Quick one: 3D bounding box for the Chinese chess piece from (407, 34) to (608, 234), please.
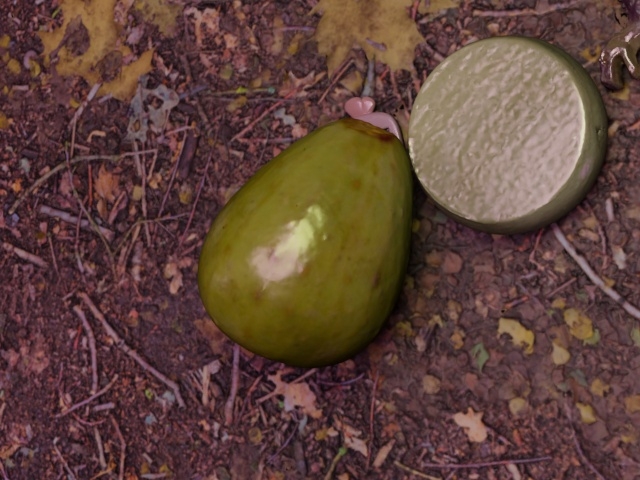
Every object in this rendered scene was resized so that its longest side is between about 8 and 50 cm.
[{"bbox_3d":[0.233,-0.131,1.486,0.250,0.101,0.250,-3,83,25],"label":"Chinese chess piece"}]

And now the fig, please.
[{"bbox_3d":[0.000,0.000,1.501,0.258,0.258,0.326,36,97,24],"label":"fig"}]

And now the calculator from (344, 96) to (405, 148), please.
[{"bbox_3d":[0.067,-0.115,1.609,0.103,0.024,0.165,-13,81,25],"label":"calculator"}]

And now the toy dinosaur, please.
[{"bbox_3d":[0.373,-0.327,1.460,0.200,0.072,0.251,-30,81,28],"label":"toy dinosaur"}]
